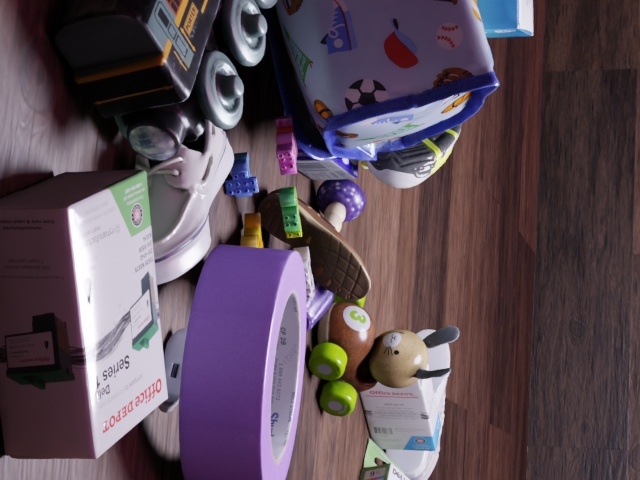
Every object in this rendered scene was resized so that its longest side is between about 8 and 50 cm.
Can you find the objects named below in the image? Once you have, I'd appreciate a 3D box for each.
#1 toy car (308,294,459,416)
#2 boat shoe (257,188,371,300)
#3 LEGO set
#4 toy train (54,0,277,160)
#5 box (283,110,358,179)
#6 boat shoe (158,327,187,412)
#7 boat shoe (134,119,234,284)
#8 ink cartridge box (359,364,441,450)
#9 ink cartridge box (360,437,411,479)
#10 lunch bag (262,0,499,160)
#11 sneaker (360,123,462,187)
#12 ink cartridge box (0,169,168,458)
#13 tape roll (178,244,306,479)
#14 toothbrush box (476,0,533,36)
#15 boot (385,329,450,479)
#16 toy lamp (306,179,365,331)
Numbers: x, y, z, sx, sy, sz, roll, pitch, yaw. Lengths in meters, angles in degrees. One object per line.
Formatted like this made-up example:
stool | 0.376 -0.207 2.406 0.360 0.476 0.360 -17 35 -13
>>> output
toy car | 0.097 0.154 2.061 0.155 0.188 0.149 -71 155 -45
boat shoe | -0.001 0.000 1.840 0.178 0.064 0.060 44 26 -5
LEGO set | -0.062 -0.021 1.724 0.093 0.087 0.227 -87 170 -66
toy train | -0.142 -0.238 1.422 0.190 0.142 0.334 59 34 -42
box | 0.004 -0.160 1.961 0.126 0.072 0.137 30 61 -70
boat shoe | -0.153 0.139 1.548 0.035 0.035 0.100 111 -8 -49
boat shoe | -0.148 -0.058 1.457 0.267 0.096 0.088 -68 148 -52
ink cartridge box | 0.122 0.245 2.278 0.060 0.104 0.180 -70 154 -47
ink cartridge box | 0.109 0.415 2.250 0.109 0.062 0.209 45 42 -33
lunch bag | 0.050 -0.274 1.741 0.385 0.239 0.328 61 15 -88
sneaker | 0.119 -0.151 2.118 0.385 0.145 0.147 -80 -177 -64
ink cartridge box | -0.210 0.061 1.261 0.160 0.092 0.219 -39 127 -67
tape roll | -0.080 0.144 1.594 0.275 0.090 0.275 5 90 -81
toothbrush box | 0.140 -0.387 2.020 0.126 0.295 0.216 -9 98 -73
boot | 0.165 0.287 2.465 0.123 0.095 0.258 63 40 -66
toy lamp | -0.004 0.020 1.937 0.275 0.080 0.080 -71 154 -52
